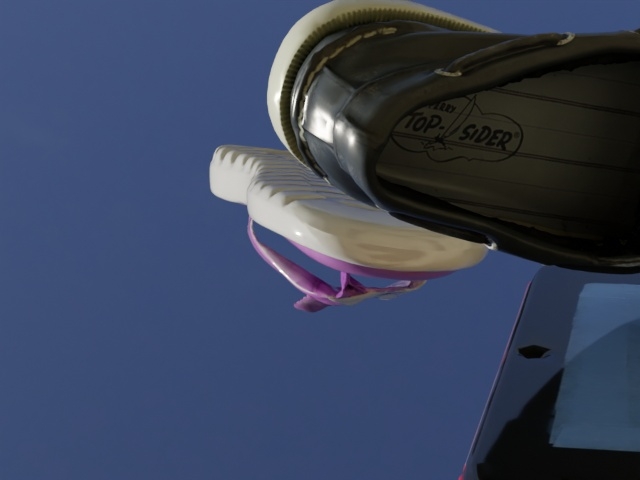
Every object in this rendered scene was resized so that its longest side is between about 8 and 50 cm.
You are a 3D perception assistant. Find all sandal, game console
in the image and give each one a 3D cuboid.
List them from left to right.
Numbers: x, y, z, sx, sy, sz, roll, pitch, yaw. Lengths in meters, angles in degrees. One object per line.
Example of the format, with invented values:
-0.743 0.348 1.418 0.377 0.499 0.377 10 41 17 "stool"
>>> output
0.015 0.001 1.329 0.169 0.102 0.416 5 -172 -11 "sandal"
0.251 0.072 0.831 0.342 0.060 0.386 -3 -164 13 "game console"

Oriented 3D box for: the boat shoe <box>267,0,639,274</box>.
0.150 -0.039 0.859 0.340 0.127 0.113 12 -162 -21 "boat shoe"
